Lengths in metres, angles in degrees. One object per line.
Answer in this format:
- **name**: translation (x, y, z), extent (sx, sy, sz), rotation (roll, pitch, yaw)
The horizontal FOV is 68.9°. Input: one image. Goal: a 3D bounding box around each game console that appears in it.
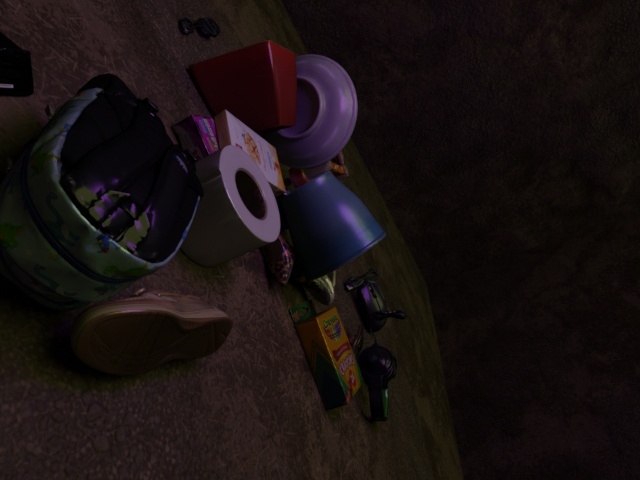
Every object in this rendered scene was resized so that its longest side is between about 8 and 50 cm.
- **game console**: translation (-0.531, -0.287, 0.735), extent (0.122, 0.071, 0.107), rotation (-50, 146, -69)

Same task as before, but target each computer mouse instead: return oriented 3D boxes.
- **computer mouse**: translation (-0.408, -0.705, 1.557), extent (0.071, 0.041, 0.242), rotation (55, 27, -10)
- **computer mouse**: translation (0.222, 0.269, 2.012), extent (0.189, 0.072, 0.272), rotation (-22, 98, -32)

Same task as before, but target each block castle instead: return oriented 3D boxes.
- **block castle**: translation (-0.080, -0.423, 1.854), extent (0.303, 0.213, 0.453), rotation (-4, 74, -70)

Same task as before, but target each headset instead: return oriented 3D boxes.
- **headset**: translation (0.239, 0.455, 1.715), extent (0.243, 0.185, 0.394), rotation (53, 34, -69)

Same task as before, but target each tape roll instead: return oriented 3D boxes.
- **tape roll**: translation (-0.228, -0.078, 1.096), extent (0.246, 0.169, 0.246), rotation (53, 23, -35)

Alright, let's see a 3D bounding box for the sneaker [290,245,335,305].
- **sneaker**: translation (-0.044, 0.127, 1.513), extent (0.225, 0.088, 0.092), rotation (49, 28, -5)

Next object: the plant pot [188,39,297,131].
- **plant pot**: translation (-0.214, -0.459, 1.489), extent (0.267, 0.267, 0.235), rotation (-43, 122, -71)

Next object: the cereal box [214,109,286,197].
- **cereal box**: translation (-0.196, -0.240, 1.321), extent (0.240, 0.047, 0.173), rotation (29, 41, -57)

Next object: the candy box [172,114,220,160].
- **candy box**: translation (-0.288, -0.250, 1.286), extent (0.159, 0.071, 0.233), rotation (66, 19, -1)

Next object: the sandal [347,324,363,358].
- **sandal**: translation (0.116, 0.386, 1.703), extent (0.219, 0.060, 0.090), rotation (-60, 154, -50)

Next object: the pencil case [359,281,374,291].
- **pencil case**: translation (0.212, 0.239, 2.134), extent (0.070, 0.064, 0.151), rotation (37, 25, -7)

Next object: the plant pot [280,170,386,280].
- **plant pot**: translation (0.016, -0.058, 1.406), extent (0.255, 0.272, 0.271), rotation (58, 19, -4)

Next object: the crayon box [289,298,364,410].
- **crayon box**: translation (0.024, 0.336, 1.463), extent (0.318, 0.081, 0.202), rotation (68, 18, 4)

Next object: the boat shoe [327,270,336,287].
- **boat shoe**: translation (-0.015, 0.078, 1.671), extent (0.095, 0.095, 0.257), rotation (31, 33, -37)

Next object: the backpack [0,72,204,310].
- **backpack**: translation (-0.329, -0.062, 0.715), extent (0.290, 0.273, 0.355), rotation (58, -2, -33)

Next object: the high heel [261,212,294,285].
- **high heel**: translation (-0.168, -0.003, 1.336), extent (0.186, 0.093, 0.261), rotation (29, 42, -49)

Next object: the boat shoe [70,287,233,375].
- **boat shoe**: translation (-0.287, 0.143, 0.791), extent (0.110, 0.121, 0.341), rotation (34, 2, 23)

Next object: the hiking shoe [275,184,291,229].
- **hiking shoe**: translation (-0.141, -0.162, 1.530), extent (0.304, 0.113, 0.132), rotation (52, 24, -39)

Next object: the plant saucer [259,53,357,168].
- **plant saucer**: translation (-0.072, -0.454, 1.623), extent (0.100, 0.401, 0.400), rotation (-6, 74, -66)
